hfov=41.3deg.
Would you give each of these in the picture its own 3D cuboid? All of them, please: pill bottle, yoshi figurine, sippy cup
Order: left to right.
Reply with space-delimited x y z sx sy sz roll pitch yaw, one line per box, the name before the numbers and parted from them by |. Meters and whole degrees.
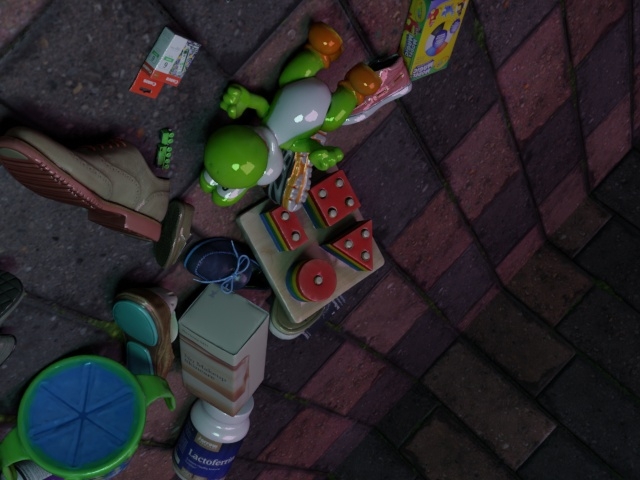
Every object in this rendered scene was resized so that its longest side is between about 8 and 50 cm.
pill bottle | -0.584 0.496 1.735 0.194 0.108 0.108 -22 144 -40
sippy cup | -0.450 0.369 1.657 0.224 0.306 0.240 102 -3 -61
pill bottle | -0.267 0.480 2.130 0.153 0.153 0.264 -15 138 -47
yoshi figurine | -0.071 -0.202 1.477 0.362 0.203 0.203 -45 138 1

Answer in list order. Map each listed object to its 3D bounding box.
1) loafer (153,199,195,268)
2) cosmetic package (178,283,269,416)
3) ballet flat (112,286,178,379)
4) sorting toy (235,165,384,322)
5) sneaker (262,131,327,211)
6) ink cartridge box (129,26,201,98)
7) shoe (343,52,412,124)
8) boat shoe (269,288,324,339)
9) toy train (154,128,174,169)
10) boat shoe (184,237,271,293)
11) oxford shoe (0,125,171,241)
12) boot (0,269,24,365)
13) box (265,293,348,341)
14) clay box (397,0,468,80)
loafer | -0.266 -0.009 1.575 0.050 0.056 0.148 -8 134 -43
cosmetic package | -0.211 0.243 1.847 0.129 0.153 0.296 -51 162 -33
ballet flat | -0.331 0.169 1.683 0.124 0.116 0.342 -55 161 -34
sorting toy | 0.000 0.000 1.763 0.257 0.255 0.089 -33 -168 -27
sneaker | -0.053 -0.168 1.654 0.084 0.083 0.214 10 101 -61
ink cartridge box | -0.237 -0.265 1.300 0.115 0.029 0.063 -56 153 15
shoe | 0.098 -0.306 1.710 0.178 0.063 0.081 -30 128 -8
boat shoe | -0.052 0.120 1.891 0.103 0.113 0.302 -46 -169 38
toy train | -0.263 -0.153 1.429 0.024 0.017 0.083 -14 139 -33
boat shoe | -0.172 0.054 1.760 0.258 0.089 0.109 4 124 -58
oxford shoe | -0.350 -0.109 1.293 0.348 0.123 0.130 41 66 -62
boot | -0.545 0.149 1.376 0.246 0.083 0.161 -43 161 4
box | -0.030 0.148 2.094 0.158 0.093 0.156 -44 153 -5
clay box | 0.225 -0.418 1.745 0.127 0.053 0.222 -27 146 -33
